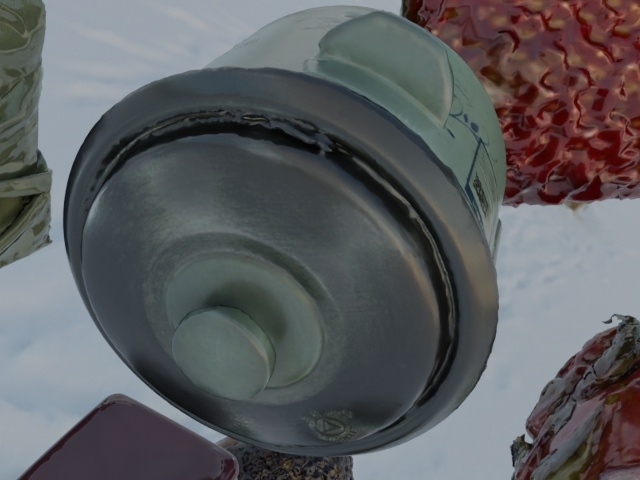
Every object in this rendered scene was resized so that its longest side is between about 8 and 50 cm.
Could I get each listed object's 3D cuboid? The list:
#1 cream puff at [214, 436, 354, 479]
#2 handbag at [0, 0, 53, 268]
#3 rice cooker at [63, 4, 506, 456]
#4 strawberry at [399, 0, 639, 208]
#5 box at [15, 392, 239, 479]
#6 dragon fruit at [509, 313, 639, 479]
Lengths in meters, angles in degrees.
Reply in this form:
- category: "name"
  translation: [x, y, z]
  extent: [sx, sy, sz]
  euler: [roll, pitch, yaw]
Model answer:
- category: "cream puff"
  translation: [-0.062, 0.335, 1.074]
  extent: [0.239, 0.239, 0.165]
  euler: [-9, 72, -58]
- category: "handbag"
  translation: [-0.345, -0.069, 0.659]
  extent: [0.109, 0.316, 0.253]
  euler: [28, 36, 25]
- category: "rice cooker"
  translation: [-0.008, -0.012, 0.503]
  extent: [0.264, 0.317, 0.317]
  euler: [35, 24, -2]
- category: "strawberry"
  translation: [0.242, -0.173, 0.694]
  extent: [0.292, 0.343, 0.292]
  euler: [-5, 90, -69]
- category: "box"
  translation: [-0.198, 0.291, 0.672]
  extent: [0.193, 0.168, 0.294]
  euler: [24, 41, 16]
- category: "dragon fruit"
  translation: [0.309, 0.210, 0.677]
  extent: [0.269, 0.250, 0.291]
  euler: [43, 17, 5]
